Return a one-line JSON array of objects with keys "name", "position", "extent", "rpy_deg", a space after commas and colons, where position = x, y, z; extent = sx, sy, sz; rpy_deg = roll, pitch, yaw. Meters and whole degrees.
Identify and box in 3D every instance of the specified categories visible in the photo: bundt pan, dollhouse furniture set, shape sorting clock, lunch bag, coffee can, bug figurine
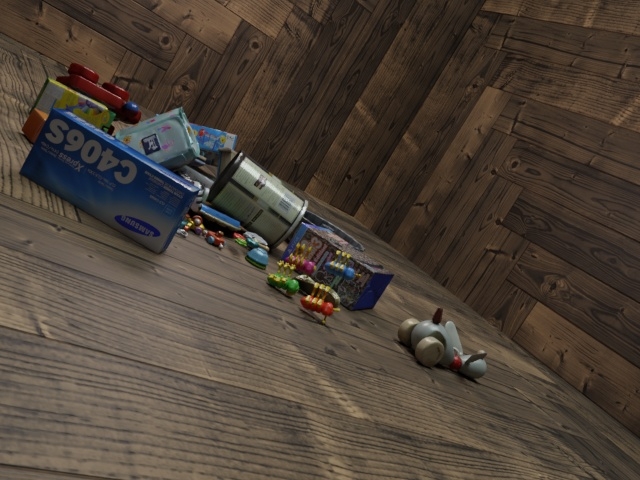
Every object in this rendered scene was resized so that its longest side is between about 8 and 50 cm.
[{"name": "bundt pan", "position": [0.000, 0.000, 2.374], "extent": [0.331, 0.124, 0.331], "rpy_deg": [30, 9, -5]}, {"name": "dollhouse furniture set", "position": [-0.443, -0.224, 2.224], "extent": [0.303, 0.198, 0.286], "rpy_deg": [7, -2, 8]}, {"name": "shape sorting clock", "position": [-0.337, -0.077, 1.904], "extent": [0.206, 0.040, 0.206], "rpy_deg": [25, -3, 1]}, {"name": "lunch bag", "position": [-0.471, -0.265, 1.802], "extent": [0.262, 0.223, 0.160], "rpy_deg": [-116, -175, -61]}, {"name": "coffee can", "position": [-0.208, -0.130, 2.016], "extent": [0.275, 0.201, 0.201], "rpy_deg": [38, 6, -14]}, {"name": "bug figurine", "position": [-0.020, 0.107, 1.675], "extent": [0.216, 0.072, 0.279], "rpy_deg": [22, 32, 11]}]

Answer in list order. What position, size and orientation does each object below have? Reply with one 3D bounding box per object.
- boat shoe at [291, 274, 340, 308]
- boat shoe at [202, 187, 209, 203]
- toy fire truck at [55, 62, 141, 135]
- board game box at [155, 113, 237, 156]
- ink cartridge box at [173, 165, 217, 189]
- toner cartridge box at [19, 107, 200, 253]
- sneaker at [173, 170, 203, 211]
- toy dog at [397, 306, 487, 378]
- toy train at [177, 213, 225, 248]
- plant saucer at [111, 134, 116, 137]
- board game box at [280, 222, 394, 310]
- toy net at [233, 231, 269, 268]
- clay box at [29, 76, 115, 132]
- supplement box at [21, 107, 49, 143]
[{"name": "boat shoe", "position": [-0.014, 0.144, 1.734], "extent": [0.153, 0.056, 0.048], "rpy_deg": [34, 18, 27]}, {"name": "boat shoe", "position": [-0.379, -0.142, 1.919], "extent": [0.040, 0.049, 0.142], "rpy_deg": [20, -6, -24]}, {"name": "toy fire truck", "position": [-0.742, -0.469, 2.108], "extent": [0.302, 0.169, 0.254], "rpy_deg": [28, -7, -43]}, {"name": "board game box", "position": [-0.492, -0.377, 2.420], "extent": [0.302, 0.086, 0.308], "rpy_deg": [13, -5, -12]}, {"name": "ink cartridge box", "position": [-0.476, -0.249, 2.414], "extent": [0.181, 0.056, 0.225], "rpy_deg": [31, 3, 1]}, {"name": "toner cartridge box", "position": [-0.460, -0.131, 1.370], "extent": [0.348, 0.165, 0.075], "rpy_deg": [30, 9, -3]}, {"name": "sneaker", "position": [-0.444, -0.143, 1.737], "extent": [0.163, 0.106, 0.281], "rpy_deg": [0, 8, -30]}, {"name": "toy dog", "position": [0.388, 0.299, 1.866], "extent": [0.220, 0.161, 0.334], "rpy_deg": [38, 11, 37]}, {"name": "toy train", "position": [-0.329, -0.035, 1.675], "extent": [0.125, 0.046, 0.166], "rpy_deg": [37, 10, 36]}, {"name": "plant saucer", "position": [-0.584, -0.283, 1.992], "extent": [0.199, 0.036, 0.198], "rpy_deg": [3, -15, 1]}, {"name": "board game box", "position": [0.058, 0.086, 2.015], "extent": [0.291, 0.141, 0.232], "rpy_deg": [35, 9, 20]}, {"name": "toy net", "position": [-0.210, 0.015, 1.832], "extent": [0.122, 0.045, 0.232], "rpy_deg": [27, 7, -14]}, {"name": "clay box", "position": [-0.774, -0.400, 1.952], "extent": [0.222, 0.127, 0.053], "rpy_deg": [25, 11, -38]}, {"name": "supplement box", "position": [-0.688, -0.277, 1.714], "extent": [0.078, 0.080, 0.233], "rpy_deg": [40, 9, 34]}]
